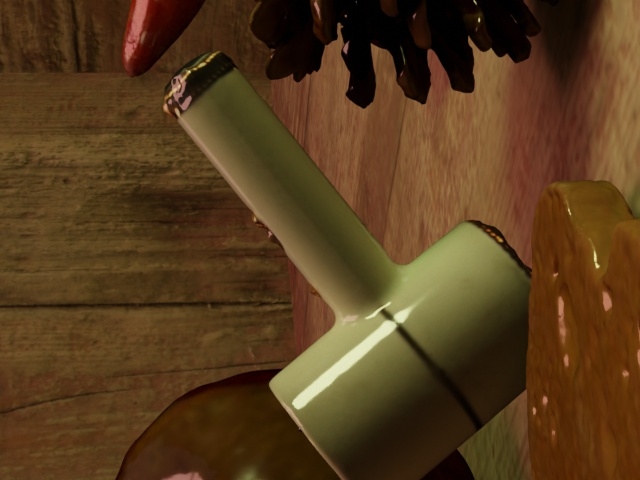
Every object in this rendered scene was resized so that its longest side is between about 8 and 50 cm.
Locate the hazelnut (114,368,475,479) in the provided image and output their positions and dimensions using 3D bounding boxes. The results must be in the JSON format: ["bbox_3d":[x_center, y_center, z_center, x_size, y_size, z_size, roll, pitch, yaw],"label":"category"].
[{"bbox_3d":[-0.003,0.321,1.179,0.402,0.402,0.429,98,165,-53],"label":"hazelnut"}]

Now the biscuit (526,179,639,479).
[{"bbox_3d":[0.183,0.131,0.759,0.312,0.057,0.351,134,133,-80],"label":"biscuit"}]

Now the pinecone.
[{"bbox_3d":[0.065,-0.213,0.959,0.264,0.264,0.264,179,90,-83],"label":"pinecone"}]

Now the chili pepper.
[{"bbox_3d":[-0.094,-0.238,0.920,0.063,0.071,0.272,-76,1,-61],"label":"chili pepper"}]

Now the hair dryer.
[{"bbox_3d":[0.000,0.000,0.953,0.362,0.203,0.128,51,177,-4],"label":"hair dryer"}]

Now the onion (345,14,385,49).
[{"bbox_3d":[0.075,-0.260,1.370,0.131,0.131,0.131,179,90,-83],"label":"onion"}]
